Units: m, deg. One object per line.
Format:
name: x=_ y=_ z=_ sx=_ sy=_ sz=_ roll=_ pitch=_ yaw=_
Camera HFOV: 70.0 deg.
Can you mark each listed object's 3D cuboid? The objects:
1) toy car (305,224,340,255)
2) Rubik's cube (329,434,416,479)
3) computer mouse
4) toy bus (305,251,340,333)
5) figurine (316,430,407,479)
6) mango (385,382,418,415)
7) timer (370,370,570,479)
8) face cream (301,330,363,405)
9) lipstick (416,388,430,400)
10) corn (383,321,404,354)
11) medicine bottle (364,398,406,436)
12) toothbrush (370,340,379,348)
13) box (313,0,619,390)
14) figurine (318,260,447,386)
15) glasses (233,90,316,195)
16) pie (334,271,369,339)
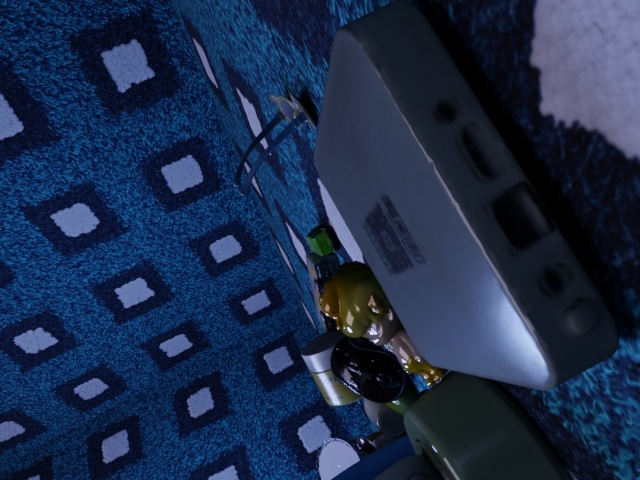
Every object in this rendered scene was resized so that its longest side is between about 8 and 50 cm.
toy car: x=0.000 y=0.000 z=1.277 sx=0.071 sy=0.063 sz=0.165 roll=64 pitch=170 yaw=-10
Rubik's cube: x=0.231 y=0.646 z=0.932 sx=0.352 sy=0.352 sz=0.347 roll=44 pitch=159 yaw=56
computer mouse: x=0.114 y=0.332 z=1.193 sx=0.234 sy=0.096 sz=0.137 roll=11 pitch=93 yaw=38
toy bus: x=0.019 y=0.158 z=1.422 sx=0.106 sy=0.092 sz=0.267 roll=-136 pitch=31 yaw=-56
figurine: x=0.191 y=0.724 z=1.450 sx=0.277 sy=0.388 sz=0.247 roll=5 pitch=88 yaw=43
mango: x=0.198 y=0.399 z=1.251 sx=0.195 sy=0.092 sz=0.130 roll=36 pitch=148 yaw=50
timer: x=0.170 y=0.396 z=0.696 sx=0.290 sy=0.316 sz=0.290 roll=60 pitch=171 yaw=16
face cream: x=0.075 y=0.384 z=1.443 sx=0.179 sy=0.218 sz=0.218 roll=63 pitch=170 yaw=-3
lipstick: x=0.262 y=0.451 z=1.128 sx=0.057 sy=0.057 sz=0.356 roll=56 pitch=168 yaw=37
corn: x=0.164 y=0.193 z=0.879 sx=0.080 sy=0.080 sz=0.231 roll=66 pitch=171 yaw=-16
medicine bottle: x=0.207 y=0.553 z=1.516 sx=0.114 sy=0.114 sz=0.252 roll=63 pitch=170 yaw=-2
toothbrush: x=0.211 y=0.407 z=1.350 sx=0.412 sy=0.035 sz=0.042 roll=63 pitch=-169 yaw=1
box: x=0.118 y=-0.021 z=0.536 sx=0.366 sy=0.091 sz=0.373 roll=61 pitch=169 yaw=7
figurine: x=0.108 y=0.135 z=0.760 sx=0.246 sy=0.131 sz=0.156 roll=43 pitch=153 yaw=14
glasses: x=-0.093 y=-0.188 z=0.940 sx=0.088 sy=0.220 sz=0.190 roll=25 pitch=-175 yaw=-24
pie: x=0.102 y=0.176 z=1.246 sx=0.218 sy=0.052 sz=0.185 roll=61 pitch=171 yaw=17
